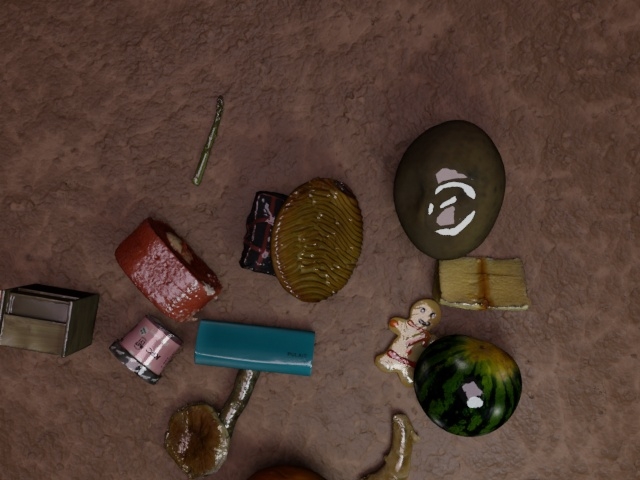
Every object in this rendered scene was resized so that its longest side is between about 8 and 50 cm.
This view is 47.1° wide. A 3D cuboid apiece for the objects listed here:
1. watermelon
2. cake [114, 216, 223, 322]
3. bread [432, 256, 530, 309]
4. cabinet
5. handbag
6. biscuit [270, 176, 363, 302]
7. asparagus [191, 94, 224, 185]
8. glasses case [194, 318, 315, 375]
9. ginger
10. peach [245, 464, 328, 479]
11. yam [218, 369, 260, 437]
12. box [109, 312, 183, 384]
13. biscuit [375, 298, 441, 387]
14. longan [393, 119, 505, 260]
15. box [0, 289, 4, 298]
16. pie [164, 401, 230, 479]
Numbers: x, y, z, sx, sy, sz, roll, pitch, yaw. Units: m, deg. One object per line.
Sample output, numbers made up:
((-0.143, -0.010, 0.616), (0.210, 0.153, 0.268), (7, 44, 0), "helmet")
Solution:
((0.367, 0.361, 1.828), (0.269, 0.269, 0.268), (0, 90, -1), "watermelon")
((-0.385, 0.075, 1.858), (0.151, 0.177, 0.283), (-41, 89, -1), "cake")
((0.417, 0.109, 1.869), (0.240, 0.178, 0.135), (4, 91, 1), "bread")
((-0.679, 0.199, 1.833), (0.175, 0.215, 0.148), (9, 90, -1), "cabinet")
((-0.111, -0.012, 1.868), (0.170, 0.155, 0.215), (12, 92, -12), "handbag")
((0.000, 0.000, 1.828), (0.318, 0.040, 0.317), (-12, 107, -43), "biscuit")
((-0.293, -0.264, 1.936), (0.024, 0.025, 0.248), (17, 90, 42), "asparagus")
((-0.167, 0.272, 1.892), (0.301, 0.070, 0.117), (6, 57, -2), "glasses case")
((0.176, 0.598, 1.919), (0.131, 0.086, 0.294), (16, 82, 8), "ginger")
((-0.089, 0.726, 1.794), (0.302, 0.343, 0.342), (20, 90, 40), "peach")
((-0.231, 0.445, 1.918), (0.061, 0.061, 0.252), (24, 90, -1), "yam")
((-0.437, 0.272, 1.877), (0.151, 0.151, 0.135), (42, 80, -1), "box")
((0.243, 0.261, 1.941), (0.153, 0.030, 0.234), (30, 90, -3), "biscuit")
((0.321, -0.125, 1.830), (0.289, 0.288, 0.349), (5, 100, -1), "longan")
((-0.823, 0.161, 1.931), (0.093, 0.015, 0.058), (3, 88, -1), "box")
((-0.315, 0.509, 1.888), (0.195, 0.046, 0.195), (-4, 80, 23), "pie")
